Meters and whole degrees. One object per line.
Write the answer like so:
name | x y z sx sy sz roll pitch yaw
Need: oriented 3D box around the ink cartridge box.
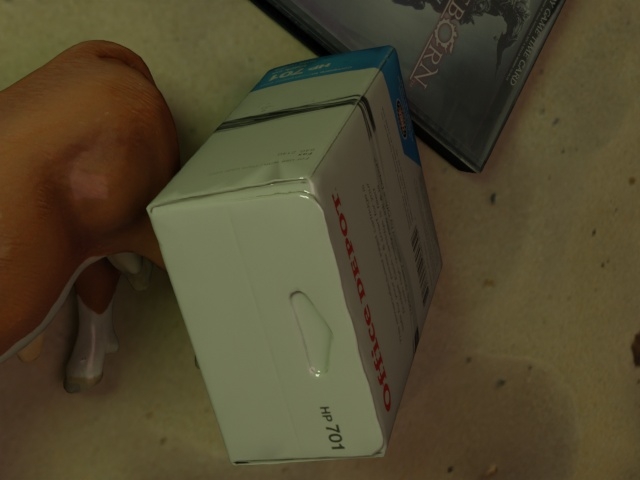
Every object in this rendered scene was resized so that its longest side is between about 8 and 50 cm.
ink cartridge box | 0.000 0.000 0.566 0.190 0.082 0.139 -59 139 -60

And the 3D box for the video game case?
video game case | 0.050 -0.188 0.660 0.274 0.026 0.196 33 79 -37

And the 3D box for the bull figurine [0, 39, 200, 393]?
bull figurine | -0.175 0.036 0.488 0.310 0.101 0.188 -35 123 -26
